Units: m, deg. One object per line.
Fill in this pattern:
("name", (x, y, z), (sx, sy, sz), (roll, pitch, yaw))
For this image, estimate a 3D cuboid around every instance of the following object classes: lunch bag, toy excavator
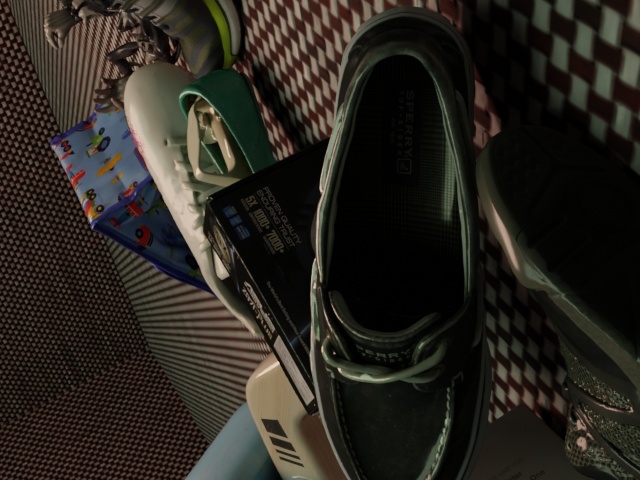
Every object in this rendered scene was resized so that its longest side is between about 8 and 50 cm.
("lunch bag", (-0.227, -0.050, 1.315), (0.293, 0.138, 0.221), (47, -177, -47))
("toy excavator", (-0.028, 0.248, 0.946), (0.433, 0.222, 0.445), (-4, 125, 37))

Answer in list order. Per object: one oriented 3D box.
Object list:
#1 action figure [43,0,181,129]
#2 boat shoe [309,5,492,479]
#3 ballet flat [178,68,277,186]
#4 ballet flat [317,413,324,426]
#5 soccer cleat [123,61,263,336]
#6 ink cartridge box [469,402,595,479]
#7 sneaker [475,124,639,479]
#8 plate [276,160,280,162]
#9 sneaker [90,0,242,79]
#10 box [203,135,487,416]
("action figure", (-0.239, -0.227, 1.067), (0.164, 0.141, 0.275), (57, 165, 22))
("boat shoe", (0.038, 0.035, 0.533), (0.119, 0.121, 0.335), (-52, -40, -67))
("ballet flat", (-0.073, -0.052, 0.852), (0.247, 0.087, 0.083), (64, 154, 16))
("ballet flat", (-0.014, 0.228, 1.199), (0.221, 0.079, 0.077), (40, 152, 51))
("soccer cleat", (-0.109, -0.041, 0.983), (0.331, 0.116, 0.143), (62, -173, -22))
("ink cartridge box", (0.197, 0.302, 0.622), (0.307, 0.129, 0.223), (45, 157, 44))
("sneaker", (0.146, 0.051, 0.465), (0.227, 0.087, 0.130), (52, 154, 15))
("plate", (0.000, 0.000, 0.913), (0.188, 0.024, 0.188), (54, 161, 28))
("sneaker", (-0.165, -0.247, 0.810), (0.111, 0.121, 0.300), (52, 174, 34))
("box", (0.014, 0.022, 0.697), (0.180, 0.147, 0.077), (60, 163, 12))
